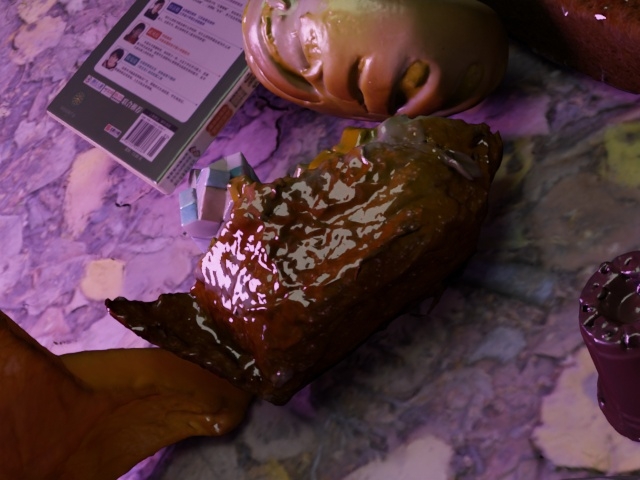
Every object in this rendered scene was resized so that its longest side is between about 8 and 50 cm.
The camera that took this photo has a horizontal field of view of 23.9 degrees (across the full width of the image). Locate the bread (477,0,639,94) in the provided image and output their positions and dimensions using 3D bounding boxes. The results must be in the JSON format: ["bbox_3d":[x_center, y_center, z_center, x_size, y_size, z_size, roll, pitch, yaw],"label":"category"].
[{"bbox_3d":[0.262,-0.183,1.112,0.165,0.113,0.416,-44,39,-7],"label":"bread"}]

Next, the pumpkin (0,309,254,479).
[{"bbox_3d":[-0.216,0.165,1.083,0.095,0.290,0.258,33,92,40],"label":"pumpkin"}]

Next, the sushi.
[{"bbox_3d":[0.003,-0.001,1.125,0.296,0.167,0.179,-41,63,10],"label":"sushi"}]

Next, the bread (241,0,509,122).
[{"bbox_3d":[0.042,-0.145,1.197,0.213,0.213,0.104,4,90,40],"label":"bread"}]

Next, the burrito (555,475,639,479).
[{"bbox_3d":[0.052,0.228,0.914,0.446,0.101,0.139,-17,48,26],"label":"burrito"}]

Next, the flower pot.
[{"bbox_3d":[0.210,0.060,0.950,0.111,0.089,0.111,-21,44,22],"label":"flower pot"}]

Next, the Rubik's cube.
[{"bbox_3d":[-0.085,-0.028,1.267,0.073,0.084,0.075,-24,27,13],"label":"Rubik's cube"}]

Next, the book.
[{"bbox_3d":[-0.110,-0.181,1.345,0.264,0.027,0.202,-52,43,-6],"label":"book"}]
